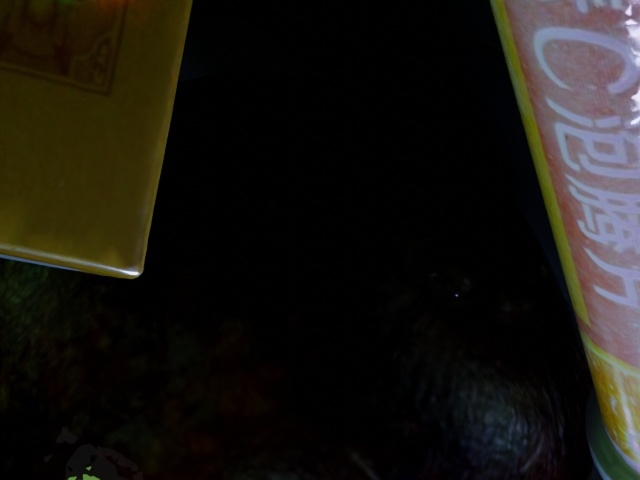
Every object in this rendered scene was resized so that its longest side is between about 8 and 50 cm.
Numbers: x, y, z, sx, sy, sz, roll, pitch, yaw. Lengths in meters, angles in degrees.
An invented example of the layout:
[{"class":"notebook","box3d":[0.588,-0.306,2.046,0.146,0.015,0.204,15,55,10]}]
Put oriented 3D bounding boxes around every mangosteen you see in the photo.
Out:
[{"class":"mangosteen","box3d":[-0.029,0.081,0.764,0.330,0.330,0.330,39,161,16]}]

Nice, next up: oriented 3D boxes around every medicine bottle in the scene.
[{"class":"medicine bottle","box3d":[0.104,-0.057,0.525,0.108,0.108,0.426,30,156,38]}]

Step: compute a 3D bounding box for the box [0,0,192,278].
[{"class":"box","box3d":[-0.178,-0.131,0.704,0.115,0.264,0.415,11,177,-28]}]
